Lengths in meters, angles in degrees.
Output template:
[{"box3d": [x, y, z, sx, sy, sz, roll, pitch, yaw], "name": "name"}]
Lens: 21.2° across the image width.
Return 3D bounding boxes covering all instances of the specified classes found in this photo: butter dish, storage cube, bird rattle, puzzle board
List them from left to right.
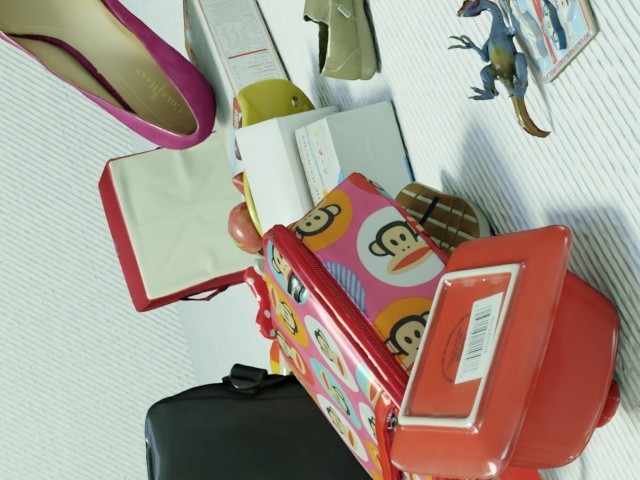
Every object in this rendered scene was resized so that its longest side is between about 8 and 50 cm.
[{"box3d": [-0.171, -0.027, 2.195, 0.193, 0.183, 0.215, 151, 102, -78], "name": "storage cube"}, {"box3d": [-0.030, 0.131, 1.905, 0.207, 0.143, 0.253, -70, -31, -81], "name": "bird rattle"}, {"box3d": [0.125, -0.165, 1.008, 0.096, 0.011, 0.128, 124, 129, -76], "name": "puzzle board"}, {"box3d": [0.133, 0.084, 1.069, 0.160, 0.118, 0.160, -13, 57, 67], "name": "butter dish"}]

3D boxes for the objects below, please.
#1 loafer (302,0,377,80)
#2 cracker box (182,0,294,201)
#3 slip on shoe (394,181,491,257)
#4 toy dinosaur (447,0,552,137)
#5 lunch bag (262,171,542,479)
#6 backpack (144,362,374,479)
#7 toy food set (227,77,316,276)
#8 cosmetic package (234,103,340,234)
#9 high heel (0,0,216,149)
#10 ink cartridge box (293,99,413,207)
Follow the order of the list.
[{"box3d": [0.009, -0.200, 1.418, 0.056, 0.050, 0.148, -158, 52, -76], "name": "loafer"}, {"box3d": [-0.090, -0.181, 1.880, 0.156, 0.067, 0.232, 95, 158, -58], "name": "cracker box"}, {"box3d": [0.098, -0.006, 1.292, 0.041, 0.051, 0.135, 35, 178, -28], "name": "slip on shoe"}, {"box3d": [0.109, -0.117, 1.082, 0.082, 0.047, 0.090, -83, -29, -51], "name": "toy dinosaur"}, {"box3d": [0.074, 0.108, 1.279, 0.258, 0.120, 0.293, 50, 168, 24], "name": "lunch bag"}, {"box3d": [-0.019, 0.242, 1.603, 0.355, 0.290, 0.273, 176, 94, -85], "name": "backpack"}, {"box3d": [-0.053, -0.045, 1.651, 0.128, 0.071, 0.218, 19, -116, -49], "name": "toy food set"}, {"box3d": [0.000, 0.000, 1.593, 0.060, 0.099, 0.239, -14, 92, 40], "name": "cosmetic package"}, {"box3d": [-0.268, -0.233, 1.823, 0.377, 0.127, 0.181, 31, -174, -14], "name": "high heel"}, {"box3d": [0.027, -0.059, 1.500, 0.181, 0.061, 0.104, 175, 80, -79], "name": "ink cartridge box"}]
